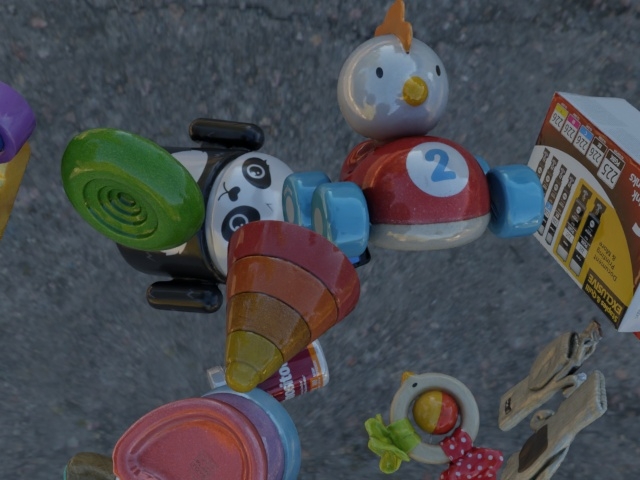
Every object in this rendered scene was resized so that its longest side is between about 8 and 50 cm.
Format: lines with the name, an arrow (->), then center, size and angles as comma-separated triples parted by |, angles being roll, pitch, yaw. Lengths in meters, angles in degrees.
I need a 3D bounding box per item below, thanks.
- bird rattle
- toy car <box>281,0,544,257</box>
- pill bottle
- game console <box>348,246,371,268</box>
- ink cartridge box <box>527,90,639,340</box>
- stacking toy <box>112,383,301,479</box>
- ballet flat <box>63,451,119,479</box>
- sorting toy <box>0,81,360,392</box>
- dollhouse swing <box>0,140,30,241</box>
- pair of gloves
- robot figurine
bird rattle -> 0.209, 0.342, 1.871 | 0.253, 0.143, 0.207 | 11, 77, 9
toy car -> 0.081, -0.118, 1.028 | 0.219, 0.210, 0.238 | -7, 101, -15
pill bottle -> -0.072, 0.180, 1.406 | 0.152, 0.086, 0.086 | -19, 80, -12
game console -> 0.000, 0.000, 1.606 | 0.122, 0.107, 0.071 | -22, 50, 25
ink cartridge box -> 0.407, -0.017, 1.454 | 0.130, 0.309, 0.272 | 2, 122, -23
stacking toy -> -0.088, 0.311, 1.010 | 0.279, 0.130, 0.309 | -39, 78, 18
ballet flat -> -0.283, 0.464, 1.753 | 0.342, 0.124, 0.116 | 56, 35, -29
sorting toy -> -0.150, 0.009, 0.821 | 0.365, 0.127, 0.126 | 29, 53, -5
dollhouse swing -> -0.488, -0.049, 0.883 | 0.305, 0.315, 0.347 | 27, 98, 34
pair of gloves -> 0.310, 0.222, 1.378 | 0.042, 0.240, 0.204 | 32, 116, -7
robot figurine -> -0.152, -0.034, 1.313 | 0.278, 0.173, 0.209 | 6, 115, 29
